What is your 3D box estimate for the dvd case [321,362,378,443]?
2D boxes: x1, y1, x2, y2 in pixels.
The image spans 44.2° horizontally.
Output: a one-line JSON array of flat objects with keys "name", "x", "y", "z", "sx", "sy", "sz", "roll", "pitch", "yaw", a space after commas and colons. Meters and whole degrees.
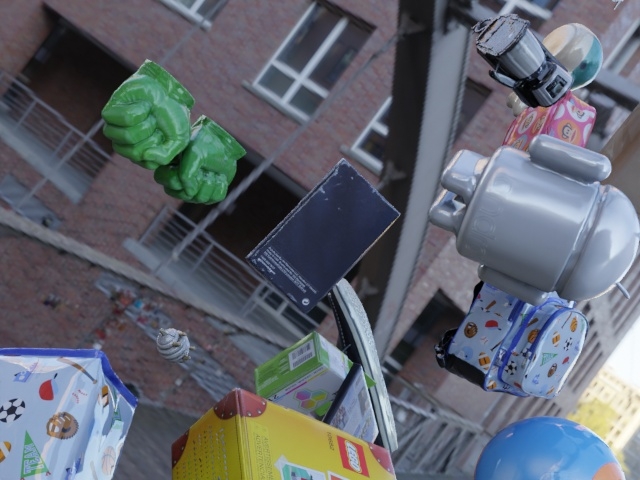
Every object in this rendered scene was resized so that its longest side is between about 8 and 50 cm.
[{"name": "dvd case", "x": 0.067, "y": 0.420, "z": 1.750, "sx": 0.022, "sy": 0.180, "sz": 0.253, "roll": 11, "pitch": -44, "yaw": 27}]

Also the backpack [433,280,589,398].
[{"name": "backpack", "x": 0.382, "y": 0.166, "z": 1.508, "sx": 0.213, "sy": 0.264, "sz": 0.276, "roll": 18, "pitch": -3, "yaw": 35}]

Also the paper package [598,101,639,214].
[{"name": "paper package", "x": 0.890, "y": -0.207, "z": 1.933, "sx": 0.309, "sy": 0.168, "sz": 0.325, "roll": 23, "pitch": -42, "yaw": -4}]

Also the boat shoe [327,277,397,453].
[{"name": "boat shoe", "x": 0.083, "y": 0.348, "z": 2.114, "sx": 0.187, "sy": 0.155, "sz": 0.501, "roll": -68, "pitch": 145, "yaw": -77}]

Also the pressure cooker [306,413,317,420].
[{"name": "pressure cooker", "x": -0.167, "y": 0.653, "z": 2.141, "sx": 0.420, "sy": 0.375, "sz": 0.370, "roll": -60, "pitch": 131, "yaw": -82}]

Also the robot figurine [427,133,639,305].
[{"name": "robot figurine", "x": 0.360, "y": -0.026, "z": 1.292, "sx": 0.353, "sy": 0.300, "sz": 0.200, "roll": 23, "pitch": 39, "yaw": 13}]

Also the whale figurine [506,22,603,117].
[{"name": "whale figurine", "x": 0.600, "y": -0.416, "z": 2.006, "sx": 0.141, "sy": 0.272, "sz": 0.216, "roll": 32, "pitch": 22, "yaw": -20}]

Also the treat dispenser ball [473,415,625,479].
[{"name": "treat dispenser ball", "x": 0.436, "y": 0.482, "z": 1.506, "sx": 0.288, "sy": 0.288, "sz": 0.288, "roll": 37, "pitch": -1, "yaw": 0}]

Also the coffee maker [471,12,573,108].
[{"name": "coffee maker", "x": 0.415, "y": -0.373, "z": 1.614, "sx": 0.178, "sy": 0.120, "sz": 0.171, "roll": 38, "pitch": 30, "yaw": -29}]

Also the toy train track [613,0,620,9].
[{"name": "toy train track", "x": 0.617, "y": -0.507, "z": 1.644, "sx": 0.014, "sy": 0.048, "sz": 0.083, "roll": 40, "pitch": 33, "yaw": 20}]

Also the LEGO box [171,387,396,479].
[{"name": "LEGO box", "x": -0.024, "y": 0.528, "z": 1.227, "sx": 0.372, "sy": 0.193, "sz": 0.500, "roll": 31, "pitch": 29, "yaw": -32}]

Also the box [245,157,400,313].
[{"name": "box", "x": 0.000, "y": 0.000, "z": 1.746, "sx": 0.182, "sy": 0.294, "sz": 0.296, "roll": 43, "pitch": -5, "yaw": 0}]

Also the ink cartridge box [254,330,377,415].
[{"name": "ink cartridge box", "x": -0.002, "y": 0.349, "z": 1.843, "sx": 0.255, "sy": 0.188, "sz": 0.097, "roll": 42, "pitch": 23, "yaw": -34}]

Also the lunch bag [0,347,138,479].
[{"name": "lunch bag", "x": -0.570, "y": 0.363, "z": 1.383, "sx": 0.385, "sy": 0.328, "sz": 0.239, "roll": 0, "pitch": -42, "yaw": 14}]

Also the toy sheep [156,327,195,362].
[{"name": "toy sheep", "x": -0.382, "y": 0.271, "z": 2.047, "sx": 0.091, "sy": 0.091, "sz": 0.132, "roll": 36, "pitch": -26, "yaw": 49}]

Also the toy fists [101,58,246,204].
[{"name": "toy fists", "x": -0.234, "y": -0.155, "z": 1.275, "sx": 0.096, "sy": 0.142, "sz": 0.279, "roll": 32, "pitch": -8, "yaw": 39}]

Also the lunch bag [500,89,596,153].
[{"name": "lunch bag", "x": 0.501, "y": -0.199, "z": 1.862, "sx": 0.120, "sy": 0.293, "sz": 0.258, "roll": 34, "pitch": -23, "yaw": -12}]
